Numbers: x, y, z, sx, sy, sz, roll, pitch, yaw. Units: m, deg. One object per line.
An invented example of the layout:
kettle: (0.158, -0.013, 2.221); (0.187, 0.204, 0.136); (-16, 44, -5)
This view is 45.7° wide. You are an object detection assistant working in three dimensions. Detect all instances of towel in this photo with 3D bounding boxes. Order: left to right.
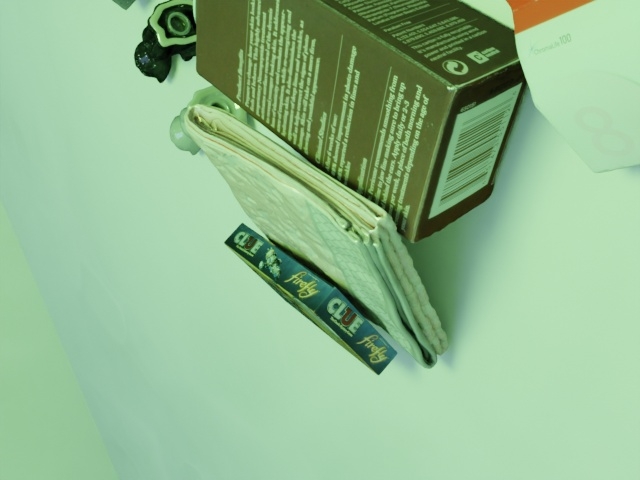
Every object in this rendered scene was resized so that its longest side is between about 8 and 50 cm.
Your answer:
towel: (0.000, 0.000, 0.929); (0.317, 0.053, 0.332); (35, 166, 36)

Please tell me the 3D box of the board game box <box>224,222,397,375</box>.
board game box: (-0.018, 0.076, 1.041); (0.243, 0.042, 0.165); (32, 168, 50)

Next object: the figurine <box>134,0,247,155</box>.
figurine: (-0.211, -0.236, 1.167); (0.209, 0.092, 0.214); (-8, 107, 64)

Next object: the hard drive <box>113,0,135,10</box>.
hard drive: (-0.296, -0.455, 1.081); (0.172, 0.054, 0.255); (36, 150, -16)

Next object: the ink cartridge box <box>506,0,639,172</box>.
ink cartridge box: (0.217, -0.155, 0.555); (0.232, 0.066, 0.189); (38, 160, -20)

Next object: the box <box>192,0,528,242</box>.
box: (0.026, -0.191, 0.816); (0.381, 0.143, 0.191); (40, 141, 28)
